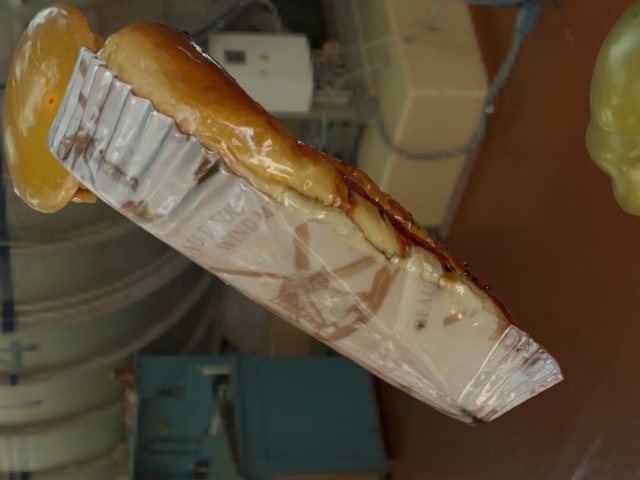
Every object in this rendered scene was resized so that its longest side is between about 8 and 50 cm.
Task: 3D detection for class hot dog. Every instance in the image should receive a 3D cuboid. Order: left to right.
[{"bbox_3d":[0.000,0.000,0.481,0.069,0.252,0.131,-54,32,1],"label":"hot dog"}]

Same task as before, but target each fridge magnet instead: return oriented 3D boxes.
[{"bbox_3d":[-0.177,-0.089,0.813,0.143,0.063,0.143,-9,79,57],"label":"fridge magnet"}]

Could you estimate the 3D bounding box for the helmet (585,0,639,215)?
[{"bbox_3d":[0.235,-0.071,0.724,0.205,0.140,0.257,59,-174,1],"label":"helmet"}]
